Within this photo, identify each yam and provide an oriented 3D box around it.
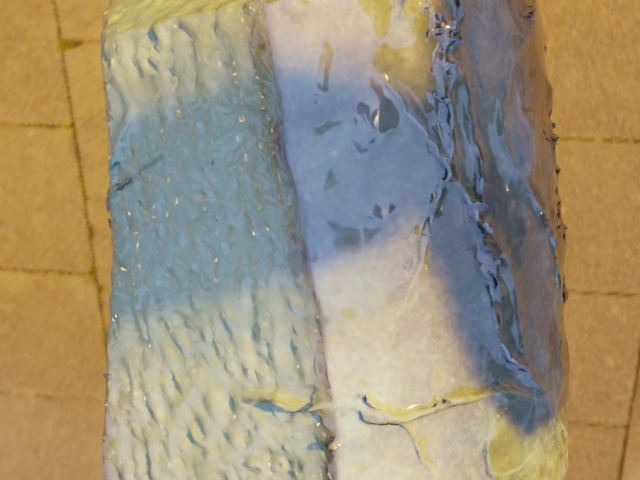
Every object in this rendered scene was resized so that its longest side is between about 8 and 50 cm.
[{"bbox_3d":[0.005,-0.001,0.466,0.202,0.201,0.271,8,117,40],"label":"yam"}]
